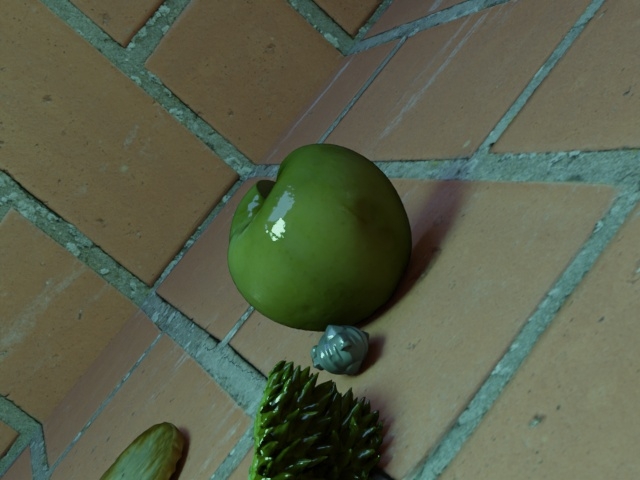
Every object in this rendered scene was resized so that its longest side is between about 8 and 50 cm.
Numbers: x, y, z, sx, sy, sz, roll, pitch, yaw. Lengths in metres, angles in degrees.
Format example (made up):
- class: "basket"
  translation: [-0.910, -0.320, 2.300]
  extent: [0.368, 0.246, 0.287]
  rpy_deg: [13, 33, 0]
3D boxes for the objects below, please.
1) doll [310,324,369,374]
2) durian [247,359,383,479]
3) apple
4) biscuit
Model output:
- class: "doll"
  translation: [0.025, 0.159, 1.425]
  extent: [0.094, 0.079, 0.180]
  rpy_deg: [-28, -2, -13]
- class: "durian"
  translation: [-0.045, 0.281, 1.174]
  extent: [0.198, 0.163, 0.394]
  rpy_deg: [-44, 17, 31]
- class: "apple"
  translation: [0.000, 0.000, 1.516]
  extent: [0.292, 0.254, 0.292]
  rpy_deg: [-47, 15, 17]
- class: "biscuit"
  translation: [-0.323, 0.423, 1.778]
  extent: [0.204, 0.040, 0.309]
  rpy_deg: [-54, 17, -16]
